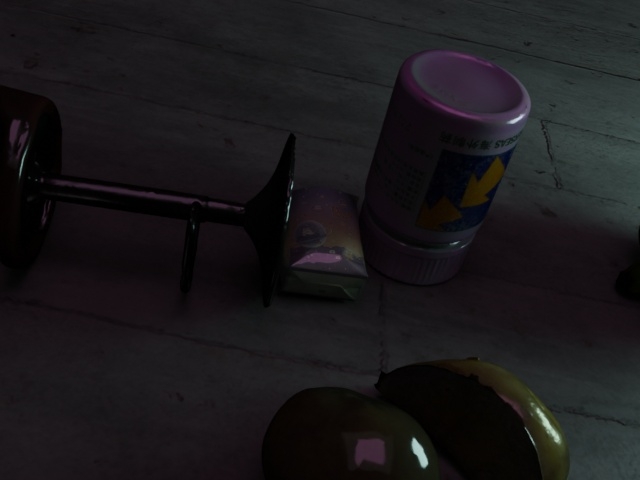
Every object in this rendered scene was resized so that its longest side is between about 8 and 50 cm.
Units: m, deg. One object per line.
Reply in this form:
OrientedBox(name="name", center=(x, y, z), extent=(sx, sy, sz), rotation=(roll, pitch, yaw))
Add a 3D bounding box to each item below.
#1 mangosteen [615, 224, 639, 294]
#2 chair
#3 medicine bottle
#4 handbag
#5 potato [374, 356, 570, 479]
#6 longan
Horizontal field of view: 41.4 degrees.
OrientedBox(name="mangosteen", center=(0.615, -0.025, 1.243), extent=(0.360, 0.306, 0.306), rotation=(-6, 40, 6))
OrientedBox(name="chair", center=(-0.242, -0.056, 1.055), extent=(0.401, 0.226, 0.226), rotation=(10, 40, -6))
OrientedBox(name="medicine bottle", center=(0.159, -0.096, 1.170), extent=(0.178, 0.290, 0.178), rotation=(9, 40, -7))
OrientedBox(name="handbag", center=(0.000, 0.000, 1.172), extent=(0.117, 0.095, 0.173), rotation=(10, 47, -15))
OrientedBox(name="potato", center=(0.189, 0.194, 0.964), extent=(0.098, 0.138, 0.243), rotation=(-21, 54, -42))
OrientedBox(name="longan", center=(0.028, 0.229, 0.853), extent=(0.167, 0.167, 0.187), rotation=(-25, 53, -38))
